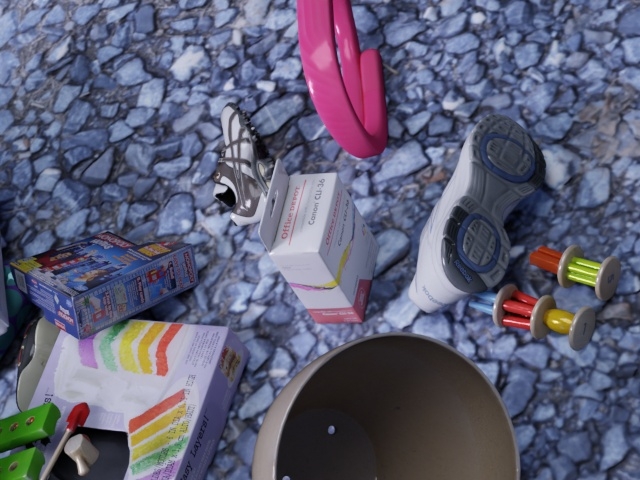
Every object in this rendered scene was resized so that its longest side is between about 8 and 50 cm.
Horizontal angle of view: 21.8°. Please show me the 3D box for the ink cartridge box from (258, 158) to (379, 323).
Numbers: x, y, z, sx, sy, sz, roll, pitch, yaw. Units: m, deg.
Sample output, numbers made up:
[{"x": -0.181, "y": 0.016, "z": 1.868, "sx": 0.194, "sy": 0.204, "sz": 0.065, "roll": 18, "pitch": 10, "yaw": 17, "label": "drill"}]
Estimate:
[{"x": 0.000, "y": 0.000, "z": 1.965, "sx": 0.067, "sy": 0.198, "sz": 0.115, "roll": -3, "pitch": 56, "yaw": 24, "label": "ink cartridge box"}]

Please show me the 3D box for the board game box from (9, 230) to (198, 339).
[{"x": -0.265, "y": 0.047, "z": 2.113, "sx": 0.194, "sy": 0.060, "sz": 0.194, "roll": -18, "pitch": 22, "yaw": -29, "label": "board game box"}]

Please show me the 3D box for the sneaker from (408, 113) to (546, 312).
[{"x": 0.173, "y": -0.038, "z": 1.968, "sx": 0.129, "sy": 0.111, "sz": 0.297, "roll": -40, "pitch": 15, "yaw": 48, "label": "sneaker"}]

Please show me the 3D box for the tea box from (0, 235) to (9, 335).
[{"x": -0.603, "y": 0.025, "z": 2.168, "sx": 0.323, "sy": 0.220, "sz": 0.329, "roll": -29, "pitch": 41, "yaw": 13, "label": "tea box"}]

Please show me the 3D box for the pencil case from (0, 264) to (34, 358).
[{"x": -0.431, "y": 0.110, "z": 2.176, "sx": 0.070, "sy": 0.064, "sz": 0.152, "roll": 15, "pitch": 65, "yaw": 31, "label": "pencil case"}]

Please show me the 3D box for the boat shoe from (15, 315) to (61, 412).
[{"x": -0.362, "y": 0.161, "z": 2.124, "sx": 0.042, "sy": 0.049, "sz": 0.133, "roll": -24, "pitch": 50, "yaw": 53, "label": "boat shoe"}]

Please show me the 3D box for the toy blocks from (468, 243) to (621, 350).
[{"x": 0.253, "y": 0.053, "z": 1.904, "sx": 0.148, "sy": 0.054, "sz": 0.123, "roll": 17, "pitch": 66, "yaw": 34, "label": "toy blocks"}]

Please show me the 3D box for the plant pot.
[{"x": 0.040, "y": 0.244, "z": 1.757, "sx": 0.284, "sy": 0.284, "sz": 0.191, "roll": -59, "pitch": 19, "yaw": -20, "label": "plant pot"}]

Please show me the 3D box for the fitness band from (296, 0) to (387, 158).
[{"x": 0.024, "y": -0.235, "z": 2.116, "sx": 0.054, "sy": 0.209, "sz": 0.291, "roll": -16, "pitch": 51, "yaw": 15, "label": "fitness band"}]

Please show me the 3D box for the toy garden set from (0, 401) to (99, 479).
[{"x": -0.326, "y": 0.291, "z": 1.886, "sx": 0.204, "sy": 0.049, "sz": 0.244, "roll": -21, "pitch": 37, "yaw": 30, "label": "toy garden set"}]

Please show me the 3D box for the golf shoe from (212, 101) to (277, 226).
[{"x": -0.109, "y": -0.100, "z": 2.170, "sx": 0.094, "sy": 0.077, "sz": 0.198, "roll": -29, "pitch": 48, "yaw": 3, "label": "golf shoe"}]

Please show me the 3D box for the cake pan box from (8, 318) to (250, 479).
[{"x": -0.240, "y": 0.222, "z": 2.006, "sx": 0.245, "sy": 0.070, "sz": 0.267, "roll": 3, "pitch": 58, "yaw": 30, "label": "cake pan box"}]
